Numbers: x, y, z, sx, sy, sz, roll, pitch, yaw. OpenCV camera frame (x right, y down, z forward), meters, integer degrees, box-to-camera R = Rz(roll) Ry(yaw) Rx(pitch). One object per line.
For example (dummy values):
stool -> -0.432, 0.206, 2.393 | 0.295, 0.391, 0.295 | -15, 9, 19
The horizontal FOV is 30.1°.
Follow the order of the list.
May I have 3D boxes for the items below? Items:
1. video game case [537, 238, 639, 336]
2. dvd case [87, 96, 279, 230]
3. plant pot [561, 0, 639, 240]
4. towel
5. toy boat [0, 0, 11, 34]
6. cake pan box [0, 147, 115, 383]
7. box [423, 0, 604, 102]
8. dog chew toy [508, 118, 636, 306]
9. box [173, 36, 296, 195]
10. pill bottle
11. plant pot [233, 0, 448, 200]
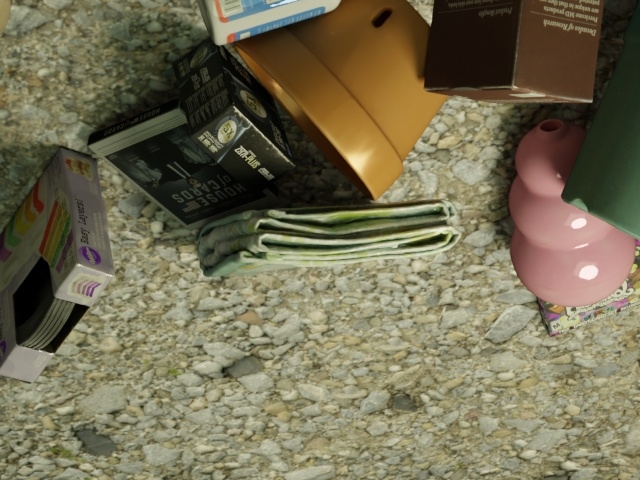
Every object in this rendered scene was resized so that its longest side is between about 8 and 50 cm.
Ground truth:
video game case -> 0.504, 0.062, 2.166 | 0.232, 0.041, 0.210 | -20, 132, 2
dvd case -> -0.201, -0.108, 1.770 | 0.179, 0.029, 0.239 | -18, 137, 30
plant pot -> 0.533, -0.150, 1.708 | 0.341, 0.341, 0.334 | 23, 98, -32
towel -> 0.000, 0.000, 1.776 | 0.321, 0.374, 0.090 | -3, 88, -16
toy boat -> -0.509, -0.277, 1.513 | 0.231, 0.151, 0.151 | -40, 101, 19
cake pan box -> -0.396, 0.039, 1.723 | 0.070, 0.266, 0.245 | 19, 126, -33
box -> 0.253, -0.365, 1.474 | 0.143, 0.191, 0.381 | 7, 93, -29
dog chew toy -> 0.399, -0.052, 1.937 | 0.207, 0.206, 0.331 | -19, 125, 0
box -> -0.122, -0.176, 1.668 | 0.078, 0.180, 0.147 | -35, 131, 14
pill bottle -> -0.047, -0.335, 1.498 | 0.222, 0.124, 0.124 | -18, 134, -7
plant pot -> 0.052, -0.226, 1.629 | 0.203, 0.291, 0.291 | -41, 131, 0
